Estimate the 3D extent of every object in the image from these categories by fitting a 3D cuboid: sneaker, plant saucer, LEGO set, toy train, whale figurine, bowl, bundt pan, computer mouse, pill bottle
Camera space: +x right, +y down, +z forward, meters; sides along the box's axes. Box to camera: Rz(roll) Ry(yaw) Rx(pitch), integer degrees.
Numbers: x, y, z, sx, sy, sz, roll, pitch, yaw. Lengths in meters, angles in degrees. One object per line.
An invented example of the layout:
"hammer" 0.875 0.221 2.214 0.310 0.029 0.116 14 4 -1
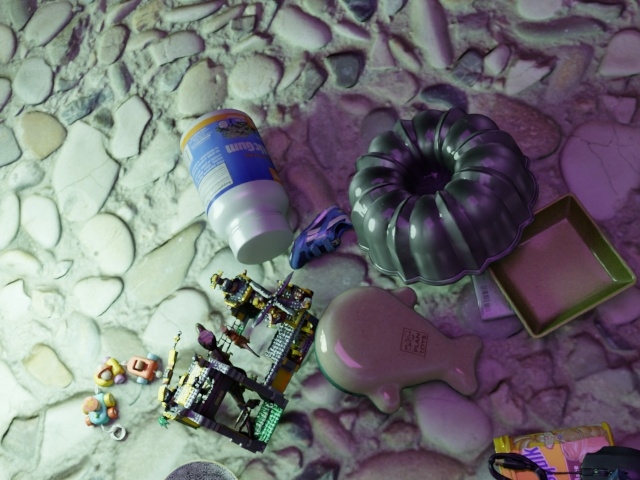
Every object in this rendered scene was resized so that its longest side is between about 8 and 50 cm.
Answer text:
"sneaker" 0.000 0.000 1.428 0.059 0.053 0.144 37 84 24
"plant saucer" 0.378 0.044 1.279 0.188 0.045 0.188 -30 63 3
"LEGO set" -0.161 0.178 1.294 0.255 0.192 0.331 26 79 43
"toy train" -0.369 0.270 1.430 0.125 0.046 0.166 18 74 23
"whale figurine" 0.123 0.183 1.290 0.272 0.141 0.216 12 64 -4
"bowl" -0.185 0.447 1.283 0.170 0.080 0.170 -6 68 14
"bundt pan" 0.192 -0.094 1.329 0.330 0.124 0.331 -13 52 18
"computer mouse" 0.359 0.325 1.113 0.242 0.041 0.071 -3 71 12
"pill bottle" -0.148 -0.097 1.456 0.152 0.152 0.272 -28 63 4

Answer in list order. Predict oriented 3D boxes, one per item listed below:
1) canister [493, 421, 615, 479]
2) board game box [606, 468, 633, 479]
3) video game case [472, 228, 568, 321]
"canister" 0.354 0.342 1.170 0.169 0.073 0.126 -13 66 10
"board game box" 0.449 0.448 1.052 0.243 0.042 0.165 38 106 13
"video game case" 0.327 0.048 1.329 0.143 0.019 0.157 -13 64 11
